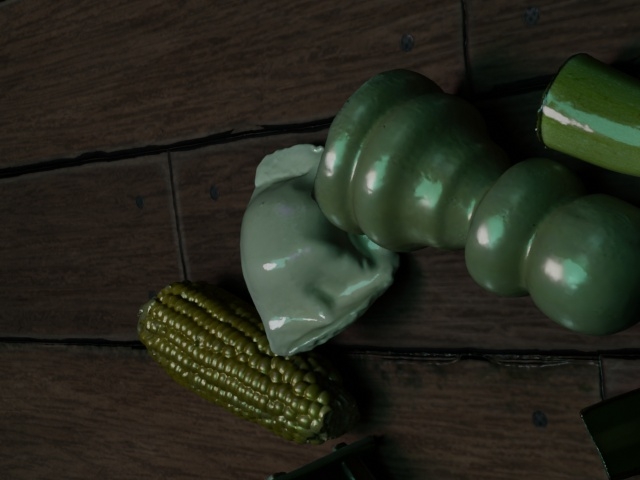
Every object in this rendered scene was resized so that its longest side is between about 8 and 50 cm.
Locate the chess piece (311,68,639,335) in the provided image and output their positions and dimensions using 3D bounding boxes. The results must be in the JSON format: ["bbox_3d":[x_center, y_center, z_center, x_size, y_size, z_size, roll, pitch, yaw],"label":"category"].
[{"bbox_3d":[0.170,-0.021,1.212,0.330,0.182,0.182,32,120,33],"label":"chess piece"}]

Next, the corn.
[{"bbox_3d":[-0.094,0.143,1.554,0.347,0.130,0.130,26,116,37],"label":"corn"}]

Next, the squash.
[{"bbox_3d":[0.304,-0.095,1.115,0.224,0.094,0.094,22,113,36],"label":"squash"}]

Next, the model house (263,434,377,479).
[{"bbox_3d":[-0.020,0.451,1.454,0.313,0.242,0.358,56,131,20],"label":"model house"}]

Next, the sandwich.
[{"bbox_3d":[0.258,0.187,1.182,0.074,0.116,0.074,-35,71,44],"label":"sandwich"}]

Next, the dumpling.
[{"bbox_3d":[0.000,0.000,1.446,0.179,0.131,0.252,-22,58,28],"label":"dumpling"}]
